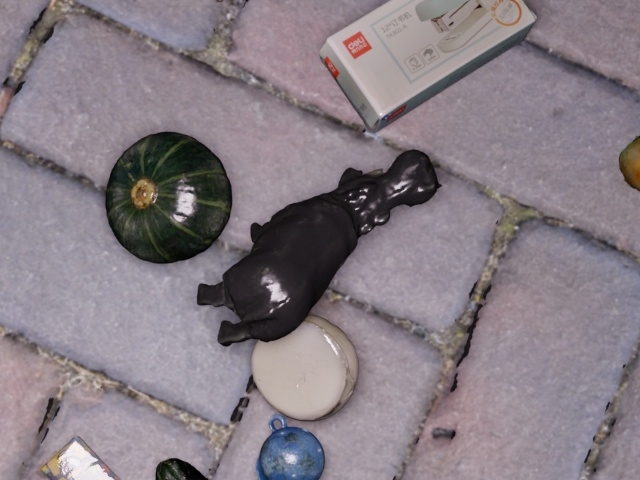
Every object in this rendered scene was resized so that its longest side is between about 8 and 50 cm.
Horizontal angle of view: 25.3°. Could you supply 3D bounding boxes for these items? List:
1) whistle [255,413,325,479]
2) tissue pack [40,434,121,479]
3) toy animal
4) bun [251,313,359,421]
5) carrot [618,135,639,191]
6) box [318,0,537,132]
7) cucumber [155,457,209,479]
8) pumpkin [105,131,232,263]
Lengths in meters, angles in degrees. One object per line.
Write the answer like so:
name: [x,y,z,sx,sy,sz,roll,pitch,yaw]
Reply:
whistle: [-0.029,0.288,1.759,0.090,0.090,0.158,-21,80,-10]
tissue pack: [-0.294,0.290,1.757,0.063,0.035,0.083,-43,86,-13]
toy animal: [-0.007,-0.003,1.782,0.343,0.168,0.106,-43,114,-30]
bun: [-0.012,0.153,1.791,0.138,0.094,0.138,4,102,20]
carrot: [0.515,-0.025,1.895,0.298,0.078,0.078,45,77,1]
box: [0.143,-0.266,1.902,0.269,0.079,0.135,-32,82,-12]
cucumber: [-0.096,0.385,1.735,0.303,0.072,0.081,43,34,4]
pumpkin: [-0.190,-0.054,1.794,0.125,0.167,0.167,5,72,-50]
